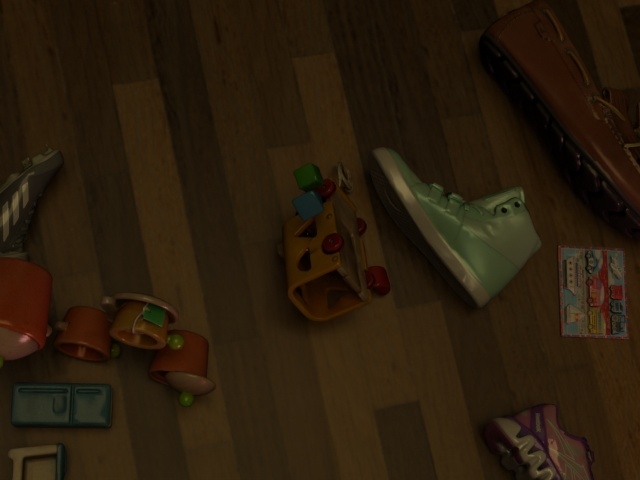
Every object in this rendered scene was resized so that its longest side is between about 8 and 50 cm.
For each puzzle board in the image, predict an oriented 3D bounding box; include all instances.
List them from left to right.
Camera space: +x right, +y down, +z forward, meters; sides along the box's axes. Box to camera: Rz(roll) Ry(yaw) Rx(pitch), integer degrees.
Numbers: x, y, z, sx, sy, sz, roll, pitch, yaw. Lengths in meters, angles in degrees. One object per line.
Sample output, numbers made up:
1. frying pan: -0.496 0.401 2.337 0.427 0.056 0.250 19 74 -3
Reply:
1. puzzle board: 0.376 0.071 1.594 0.096 0.011 0.128 3 75 -8

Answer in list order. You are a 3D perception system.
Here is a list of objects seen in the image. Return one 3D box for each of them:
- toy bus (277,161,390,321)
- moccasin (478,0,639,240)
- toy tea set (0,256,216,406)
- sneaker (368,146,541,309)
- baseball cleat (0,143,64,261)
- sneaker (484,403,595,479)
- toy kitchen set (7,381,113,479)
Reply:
1. toy bus: -0.002 0.005 1.500 0.104 0.202 0.191 -24 88 17
2. moccasin: 0.376 -0.166 1.598 0.147 0.139 0.380 -32 74 -6
3. toy tea set: -0.282 0.131 1.383 0.336 0.200 0.124 15 66 -10
4. sneaker: 0.184 -0.051 1.550 0.151 0.094 0.256 -40 95 -10
5. baseball cleat: -0.389 -0.023 1.478 0.206 0.072 0.109 -43 100 -11
6. sneaker: 0.319 0.307 1.490 0.104 0.095 0.236 -32 82 -22
7. toy kitchen set: -0.310 0.265 1.358 0.122 0.166 0.207 2 76 -8
